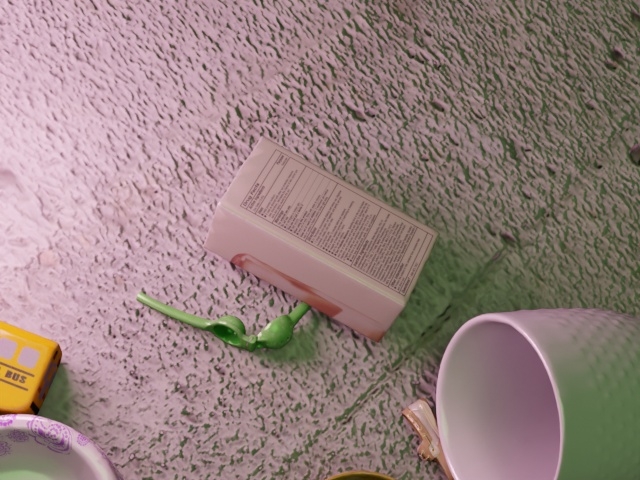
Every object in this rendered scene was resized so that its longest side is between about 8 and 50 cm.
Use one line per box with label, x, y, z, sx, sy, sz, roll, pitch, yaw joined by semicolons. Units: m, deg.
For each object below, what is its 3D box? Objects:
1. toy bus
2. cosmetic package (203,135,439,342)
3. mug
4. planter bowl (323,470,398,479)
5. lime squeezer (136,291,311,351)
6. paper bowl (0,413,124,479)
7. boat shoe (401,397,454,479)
toy bus;-0.533;0.146;1.497;0.332;0.108;0.130;21;73;-2
cosmetic package;0.000;0.000;1.587;0.296;0.129;0.153;30;55;1
mug;0.383;0.270;1.493;0.328;0.276;0.374;-1;57;-28
planter bowl;0.055;0.425;1.510;0.217;0.090;0.217;0;80;1
lime squeezer;-0.107;0.108;1.598;0.310;0.059;0.110;-6;76;-9
paper bowl;-0.386;0.372;1.421;0.284;0.148;0.284;1;76;-3
boat shoe;0.160;0.295;1.588;0.045;0.050;0.135;-24;61;-3
